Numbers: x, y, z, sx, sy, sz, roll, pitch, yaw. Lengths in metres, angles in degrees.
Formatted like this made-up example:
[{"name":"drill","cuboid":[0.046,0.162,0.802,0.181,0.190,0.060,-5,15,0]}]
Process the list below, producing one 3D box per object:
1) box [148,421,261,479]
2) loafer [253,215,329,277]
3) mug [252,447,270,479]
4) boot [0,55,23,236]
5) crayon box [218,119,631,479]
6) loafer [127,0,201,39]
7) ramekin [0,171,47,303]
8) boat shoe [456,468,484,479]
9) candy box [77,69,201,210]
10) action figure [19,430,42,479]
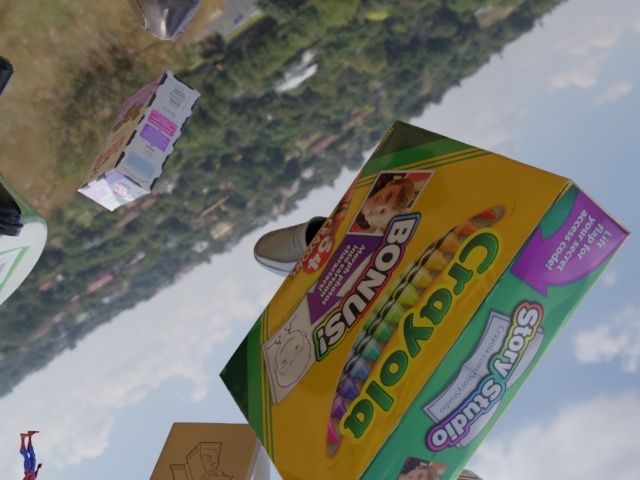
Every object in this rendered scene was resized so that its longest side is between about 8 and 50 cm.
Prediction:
[{"name":"box","cuboid":[-0.185,0.367,1.299,0.164,0.021,0.201,-3,-144,16]},{"name":"loafer","cuboid":[0.000,0.000,1.448,0.319,0.111,0.112,-6,-128,38]},{"name":"mug","cuboid":[-0.189,0.574,1.686,0.276,0.374,0.328,2,166,31]},{"name":"boot","cuboid":[-0.461,-0.146,1.097,0.207,0.246,0.094,-59,175,3]},{"name":"crayon box","cuboid":[0.075,0.074,0.835,0.363,0.106,0.313,-56,-153,1]},{"name":"loafer","cuboid":[-0.268,-0.410,1.156,0.134,0.366,0.130,-3,137,-31]},{"name":"ramekin","cuboid":[-0.620,0.022,1.439,0.303,0.148,0.303,-51,175,-7]},{"name":"boat shoe","cuboid":[0.105,0.376,1.188,0.302,0.109,0.094,-5,180,-7]},{"name":"candy box","cuboid":[-0.295,-0.159,1.347,0.165,0.070,0.196,-14,-132,53]},{"name":"action figure","cuboid":[-0.456,0.360,1.307,0.030,0.115,0.038,2,179,7]}]
